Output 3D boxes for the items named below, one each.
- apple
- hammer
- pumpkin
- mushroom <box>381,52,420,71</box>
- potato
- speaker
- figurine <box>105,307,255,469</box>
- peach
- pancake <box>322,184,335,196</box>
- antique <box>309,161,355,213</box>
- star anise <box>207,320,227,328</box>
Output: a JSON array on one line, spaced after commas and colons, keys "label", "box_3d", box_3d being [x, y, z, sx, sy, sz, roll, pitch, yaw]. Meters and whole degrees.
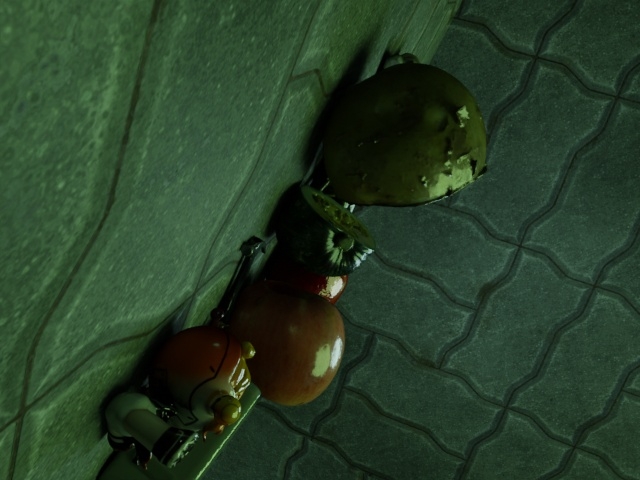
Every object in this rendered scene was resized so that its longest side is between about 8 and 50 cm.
[{"label": "apple", "box_3d": [-0.110, 0.301, 1.615, 0.363, 0.364, 0.364, -59, 174, -11]}, {"label": "hammer", "box_3d": [-0.221, 0.118, 1.479, 0.289, 0.037, 0.137, -63, 172, 19]}, {"label": "pumpkin", "box_3d": [0.000, 0.000, 1.613, 0.196, 0.293, 0.263, -51, -155, 15]}, {"label": "mushroom", "box_3d": [0.287, -0.594, 1.950, 0.159, 0.122, 0.328, -54, 179, 35]}, {"label": "potato", "box_3d": [0.216, -0.304, 1.503, 0.443, 0.385, 0.319, -25, 120, -11]}, {"label": "speaker", "box_3d": [-0.335, 0.489, 1.387, 0.406, 0.184, 0.183, -51, 172, -29]}, {"label": "figurine", "box_3d": [-0.277, 0.301, 1.145, 0.320, 0.196, 0.323, -8, -155, 40]}, {"label": "peach", "box_3d": [-0.050, 0.140, 1.886, 0.338, 0.281, 0.281, -66, 173, 12]}, {"label": "pancake", "box_3d": [0.057, -0.156, 1.648, 0.108, 0.108, 0.017, -52, 135, -52]}, {"label": "antique", "box_3d": [0.079, -0.186, 1.840, 0.255, 0.185, 0.322, -59, 169, -3]}, {"label": "star anise", "box_3d": [-0.299, 0.258, 1.443, 0.141, 0.042, 0.141, -49, 172, -9]}]
